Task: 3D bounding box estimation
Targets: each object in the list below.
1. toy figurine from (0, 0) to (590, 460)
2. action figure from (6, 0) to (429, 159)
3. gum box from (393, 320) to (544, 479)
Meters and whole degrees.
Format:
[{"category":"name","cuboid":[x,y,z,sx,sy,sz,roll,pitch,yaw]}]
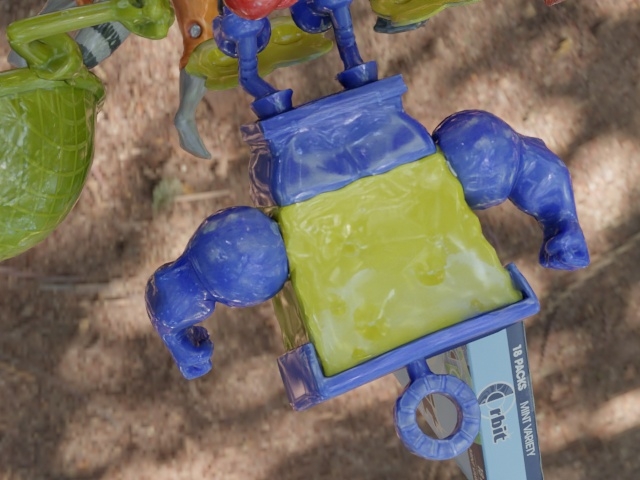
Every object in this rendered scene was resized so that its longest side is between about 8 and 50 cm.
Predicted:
[{"category":"toy figurine","cuboid":[0.000,0.000,0.567,0.362,0.191,0.217,-21,91,-17]},{"category":"action figure","cuboid":[-0.076,-0.243,1.170,0.330,0.341,0.178,-63,155,-4]},{"category":"gum box","cuboid":[0.081,0.060,0.894,0.041,0.184,0.157,-18,121,-12]}]
